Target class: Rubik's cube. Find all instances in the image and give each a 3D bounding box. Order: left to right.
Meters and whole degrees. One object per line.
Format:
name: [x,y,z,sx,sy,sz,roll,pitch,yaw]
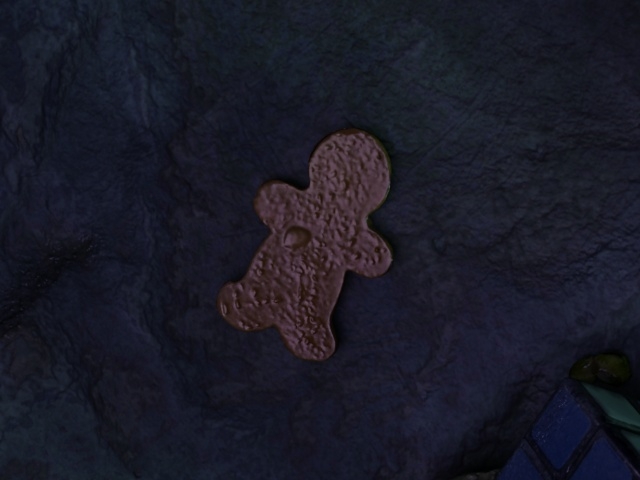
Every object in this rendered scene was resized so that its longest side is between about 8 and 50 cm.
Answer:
Rubik's cube: [0.384,0.387,1.596,0.304,0.301,0.305,22,111,-30]

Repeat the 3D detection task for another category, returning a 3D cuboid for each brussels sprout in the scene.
brussels sprout: [0.364,0.172,1.757,0.083,0.046,0.051,-14,137,23]

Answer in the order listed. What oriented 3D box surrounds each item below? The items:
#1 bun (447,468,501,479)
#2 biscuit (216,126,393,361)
bun: [0.220,0.394,1.807,0.221,0.134,0.220,-4,118,-8]
biscuit: [0.000,0.000,1.860,0.216,0.047,0.339,25,106,11]
